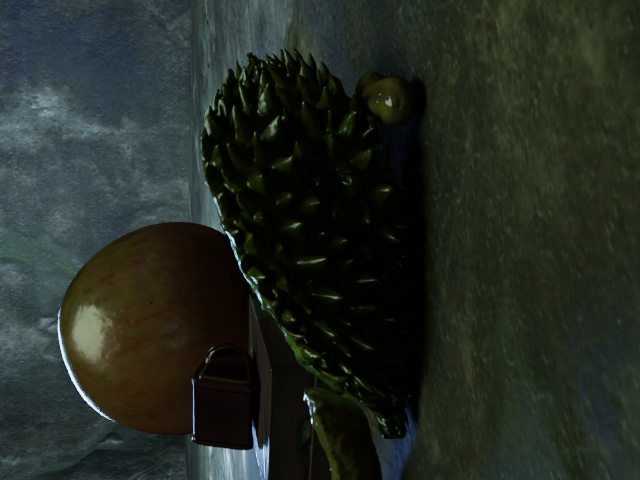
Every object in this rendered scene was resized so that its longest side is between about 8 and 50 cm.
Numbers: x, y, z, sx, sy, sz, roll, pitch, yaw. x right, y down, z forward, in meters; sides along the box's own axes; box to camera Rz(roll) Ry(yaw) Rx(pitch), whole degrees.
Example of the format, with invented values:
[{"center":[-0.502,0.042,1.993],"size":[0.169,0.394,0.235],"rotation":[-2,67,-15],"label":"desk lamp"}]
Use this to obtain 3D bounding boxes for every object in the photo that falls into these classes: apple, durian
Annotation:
[{"center":[-0.259,0.150,1.797],"size":[0.364,0.364,0.363],"rotation":[178,90,-79],"label":"apple"},{"center":[-0.010,0.004,0.990],"size":[0.394,0.163,0.198],"rotation":[66,164,0],"label":"durian"}]

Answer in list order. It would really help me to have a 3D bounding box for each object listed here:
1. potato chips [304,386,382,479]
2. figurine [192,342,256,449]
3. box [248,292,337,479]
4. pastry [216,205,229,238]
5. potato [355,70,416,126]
[{"center":[0.032,0.304,1.084],"size":[0.057,0.080,0.407],"rotation":[-134,35,-54],"label":"potato chips"},{"center":[-0.119,0.192,1.422],"size":[0.098,0.082,0.154],"rotation":[-73,-10,-56],"label":"figurine"},{"center":[-0.041,0.195,1.404],"size":[0.215,0.086,0.215],"rotation":[-115,25,-62],"label":"box"},{"center":[-0.134,-0.064,1.836],"size":[0.258,0.089,0.121],"rotation":[-110,8,-65],"label":"pastry"},{"center":[0.060,-0.125,0.956],"size":[0.045,0.046,0.092],"rotation":[-65,25,3],"label":"potato"}]
